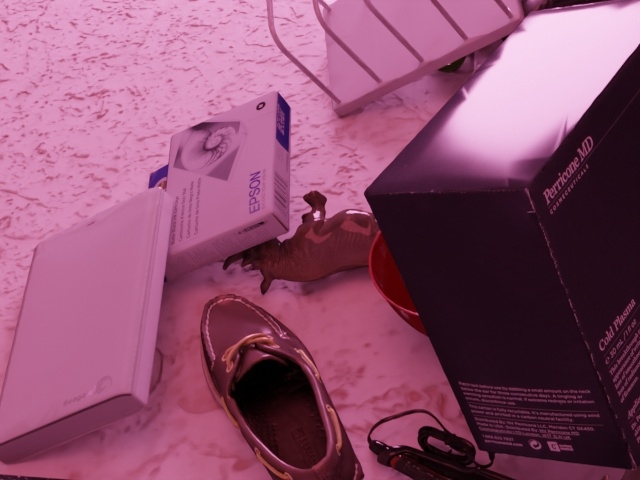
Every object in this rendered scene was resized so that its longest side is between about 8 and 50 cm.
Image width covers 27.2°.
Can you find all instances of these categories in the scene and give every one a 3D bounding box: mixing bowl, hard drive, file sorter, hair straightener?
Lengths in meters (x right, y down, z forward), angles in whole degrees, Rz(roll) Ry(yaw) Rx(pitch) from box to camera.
[{"bbox_3d":[0.149,0.045,1.444,0.181,0.098,0.181,-7,46,8],"label":"mixing bowl"},{"bbox_3d":[-0.269,0.091,1.517,0.203,0.040,0.307,-24,40,24],"label":"hard drive"},{"bbox_3d":[0.088,-0.328,1.686,0.278,0.173,0.192,-24,51,24],"label":"file sorter"},{"bbox_3d":[0.145,0.228,1.319,0.230,0.047,0.089,19,47,36],"label":"hair straightener"}]

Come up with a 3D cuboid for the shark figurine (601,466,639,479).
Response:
[{"bbox_3d":[0.355,0.307,1.160,0.116,0.166,0.278,-10,21,-30],"label":"shark figurine"}]

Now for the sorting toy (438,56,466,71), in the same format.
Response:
[{"bbox_3d":[0.173,-0.261,1.777,0.061,0.042,0.102,-27,56,12],"label":"sorting toy"}]

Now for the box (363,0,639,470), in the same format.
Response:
[{"bbox_3d":[0.249,-0.016,1.270,0.179,0.312,0.343,1,36,41],"label":"box"}]

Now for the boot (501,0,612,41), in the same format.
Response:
[{"bbox_3d":[0.323,-0.445,1.846,0.367,0.146,0.445,-23,41,-9],"label":"boot"}]

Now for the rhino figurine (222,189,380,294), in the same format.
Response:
[{"bbox_3d":[0.000,0.000,1.548,0.243,0.073,0.106,-15,53,6],"label":"rhino figurine"}]

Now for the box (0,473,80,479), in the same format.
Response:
[{"bbox_3d":[-0.371,0.318,1.370,0.233,0.044,0.159,1,48,16],"label":"box"}]

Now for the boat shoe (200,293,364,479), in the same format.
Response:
[{"bbox_3d":[-0.052,0.157,1.396,0.117,0.096,0.324,-25,46,-8],"label":"boat shoe"}]

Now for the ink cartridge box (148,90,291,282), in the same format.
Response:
[{"bbox_3d":[-0.140,-0.061,1.616,0.224,0.045,0.223,-23,42,21],"label":"ink cartridge box"}]
